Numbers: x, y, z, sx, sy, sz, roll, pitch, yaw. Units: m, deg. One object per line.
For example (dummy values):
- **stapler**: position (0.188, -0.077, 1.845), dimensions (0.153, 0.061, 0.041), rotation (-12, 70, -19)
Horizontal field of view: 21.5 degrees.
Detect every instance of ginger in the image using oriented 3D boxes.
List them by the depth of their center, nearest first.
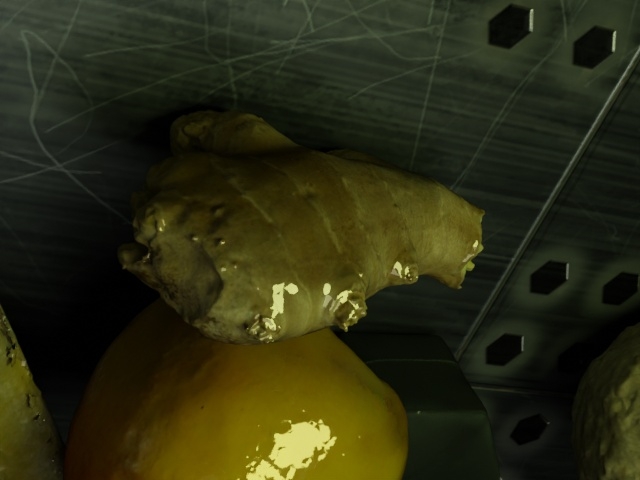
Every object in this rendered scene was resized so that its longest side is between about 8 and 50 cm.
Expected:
- **ginger**: position (-0.021, -0.009, 1.438), dimensions (0.375, 0.236, 0.166), rotation (0, 110, -65)

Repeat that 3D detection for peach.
- **peach**: position (-0.089, 0.186, 1.468), dimensions (0.308, 0.289, 0.289), rotation (-37, 137, -15)

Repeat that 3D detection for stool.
- **stool**: position (0.058, 0.205, 1.701), dimensions (0.232, 0.141, 0.232), rotation (-14, 134, -15)

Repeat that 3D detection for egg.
- **egg**: position (0.397, 0.199, 1.764), dimensions (0.310, 0.279, 0.279), rotation (-51, 148, -37)

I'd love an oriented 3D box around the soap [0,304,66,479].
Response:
- **soap**: position (-0.391, 0.157, 1.421), dimensions (0.304, 0.169, 0.339), rotation (-29, 135, -15)
